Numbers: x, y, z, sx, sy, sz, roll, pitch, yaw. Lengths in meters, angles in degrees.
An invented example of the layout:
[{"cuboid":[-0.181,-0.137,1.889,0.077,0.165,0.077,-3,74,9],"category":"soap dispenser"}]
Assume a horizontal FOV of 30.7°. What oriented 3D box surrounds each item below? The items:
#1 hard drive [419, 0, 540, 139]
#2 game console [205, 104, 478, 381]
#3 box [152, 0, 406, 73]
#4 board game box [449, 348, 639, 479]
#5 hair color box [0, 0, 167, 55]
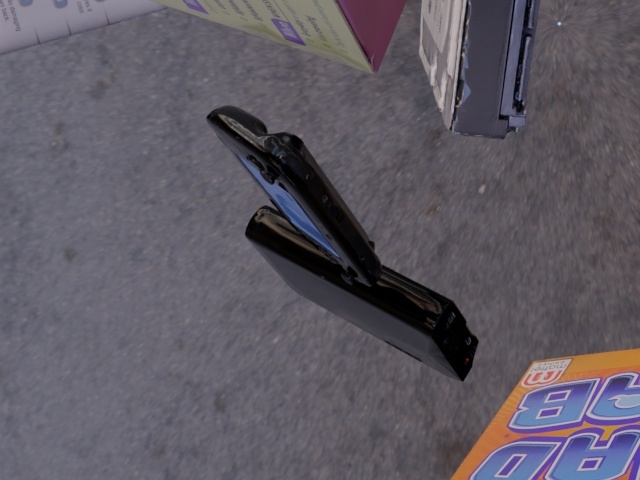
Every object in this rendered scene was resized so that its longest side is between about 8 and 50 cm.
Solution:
[{"cuboid":[0.130,-0.236,0.969,0.064,0.339,0.237,4,110,-1],"category":"hard drive"},{"cuboid":[0.000,0.000,0.962,0.213,0.361,0.044,27,76,32],"category":"game console"},{"cuboid":[-0.079,-0.196,0.551,0.243,0.213,0.117,20,86,14],"category":"box"},{"cuboid":[0.383,0.352,1.267,0.356,0.356,0.356,-12,108,38],"category":"board game box"},{"cuboid":[-0.381,-0.301,1.312,0.374,0.113,0.185,-21,106,-25],"category":"hair color box"}]
